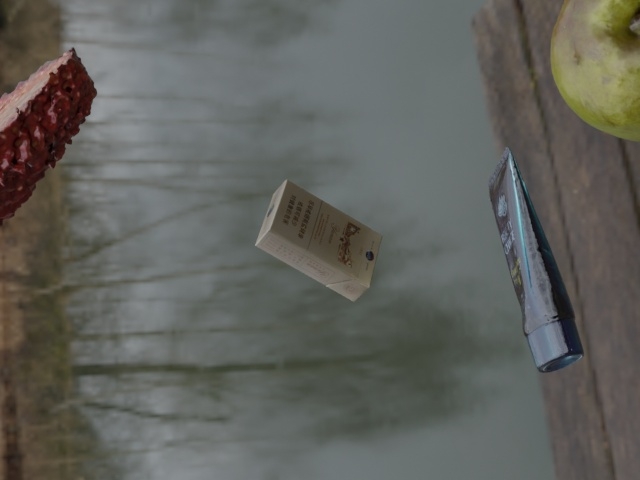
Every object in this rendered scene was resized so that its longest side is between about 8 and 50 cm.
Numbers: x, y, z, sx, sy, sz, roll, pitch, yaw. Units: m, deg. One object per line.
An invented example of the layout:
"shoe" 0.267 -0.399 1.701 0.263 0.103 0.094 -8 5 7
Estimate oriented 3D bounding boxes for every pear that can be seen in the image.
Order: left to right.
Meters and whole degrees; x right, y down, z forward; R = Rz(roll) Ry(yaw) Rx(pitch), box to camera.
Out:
"pear" 0.327 -0.196 1.253 0.200 0.200 0.200 179 90 -70

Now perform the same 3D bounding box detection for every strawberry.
"strawberry" -0.339 -0.073 1.279 0.106 0.286 0.188 53 -178 -23

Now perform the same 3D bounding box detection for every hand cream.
"hand cream" 0.261 0.026 1.532 0.120 0.061 0.270 101 157 -69

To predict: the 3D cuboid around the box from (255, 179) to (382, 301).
"box" 0.000 0.000 0.858 0.024 0.083 0.053 -44 19 43
